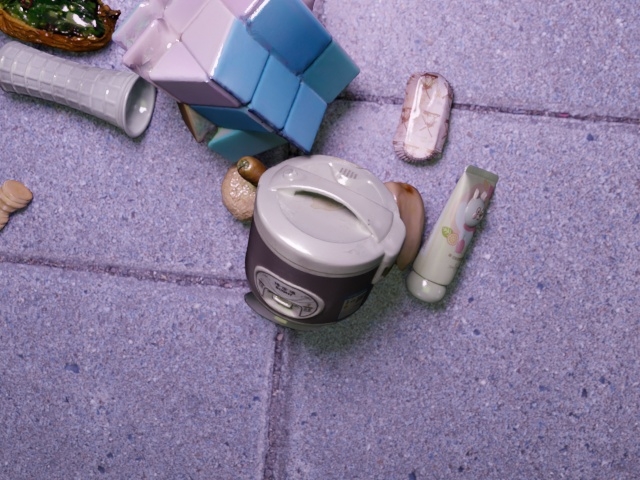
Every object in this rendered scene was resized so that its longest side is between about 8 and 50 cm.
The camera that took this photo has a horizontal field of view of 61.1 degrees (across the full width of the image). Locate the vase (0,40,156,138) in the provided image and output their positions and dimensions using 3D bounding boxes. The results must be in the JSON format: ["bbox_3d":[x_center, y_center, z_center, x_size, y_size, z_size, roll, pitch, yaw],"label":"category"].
[{"bbox_3d":[-0.517,-0.326,1.145,0.299,0.143,0.143,18,103,4],"label":"vase"}]

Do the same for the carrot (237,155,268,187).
[{"bbox_3d":[-0.094,-0.108,1.118,0.049,0.254,0.049,-10,66,24],"label":"carrot"}]

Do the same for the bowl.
[{"bbox_3d":[-0.068,0.124,1.211,0.189,0.189,0.086,22,61,0],"label":"bowl"}]

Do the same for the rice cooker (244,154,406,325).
[{"bbox_3d":[0.000,-0.001,1.040,0.288,0.288,0.277,21,139,0],"label":"rice cooker"}]

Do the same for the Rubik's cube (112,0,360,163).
[{"bbox_3d":[-0.153,-0.348,0.988,0.358,0.387,0.368,-44,54,10],"label":"Rubik's cube"}]

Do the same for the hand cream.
[{"bbox_3d":[0.280,-0.012,1.162,0.093,0.147,0.305,35,109,40],"label":"hand cream"}]

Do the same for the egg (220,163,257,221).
[{"bbox_3d":[-0.156,-0.107,1.166,0.118,0.116,0.140,0,98,-32],"label":"egg"}]

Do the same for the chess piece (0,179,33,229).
[{"bbox_3d":[-0.727,-0.075,1.248,0.066,0.066,0.122,44,107,-5],"label":"chess piece"}]

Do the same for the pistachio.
[{"bbox_3d":[0.155,-0.029,1.153,0.130,0.131,0.206,3,111,12],"label":"pistachio"}]

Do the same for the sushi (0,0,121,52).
[{"bbox_3d":[-0.543,-0.473,1.095,0.287,0.140,0.149,12,82,-9],"label":"sushi"}]

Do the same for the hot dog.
[{"bbox_3d":[0.218,-0.256,1.136,0.108,0.059,0.191,12,100,-1],"label":"hot dog"}]
